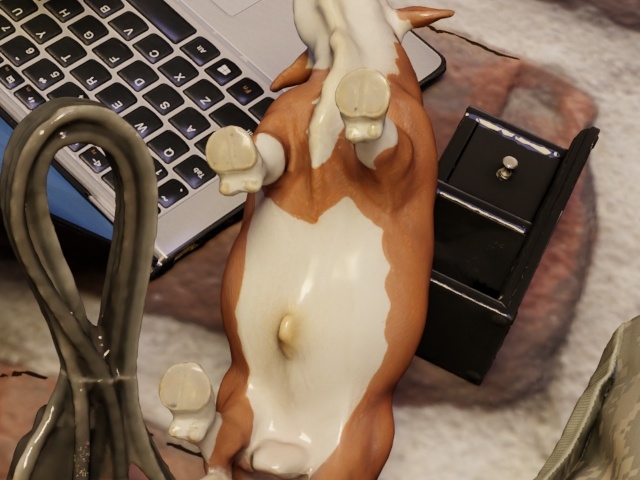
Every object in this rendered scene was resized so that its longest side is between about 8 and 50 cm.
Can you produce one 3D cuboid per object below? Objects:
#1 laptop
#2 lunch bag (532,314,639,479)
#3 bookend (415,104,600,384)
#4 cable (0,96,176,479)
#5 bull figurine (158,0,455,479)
[{"bbox_3d":[-0.170,-0.191,0.802,0.408,0.236,0.382,-36,69,-30],"label":"laptop"},{"bbox_3d":[0.186,0.191,0.617,0.256,0.212,0.305,33,55,11],"label":"lunch bag"},{"bbox_3d":[0.060,-0.024,0.831,0.156,0.072,0.157,26,54,8],"label":"bookend"},{"bbox_3d":[-0.096,0.086,0.629,0.140,0.287,0.072,8,19,-24],"label":"cable"},{"bbox_3d":[0.000,0.000,0.676,0.101,0.188,0.310,5,92,13],"label":"bull figurine"}]
